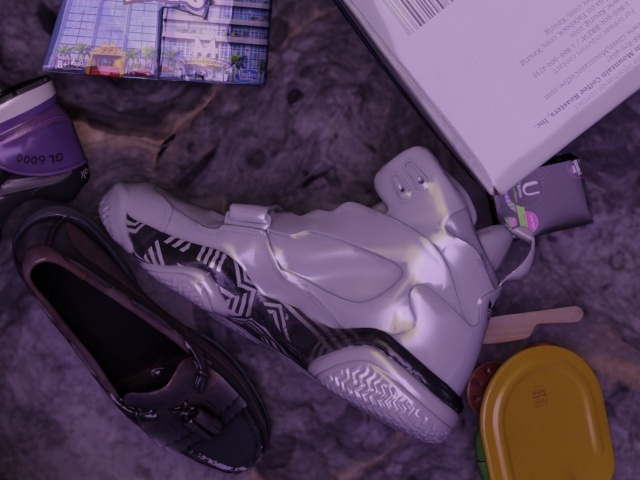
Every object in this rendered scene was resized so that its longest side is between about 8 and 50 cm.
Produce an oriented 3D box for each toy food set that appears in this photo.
[{"bbox_3d":[0.185,0.160,1.634,0.128,0.071,0.218,-14,99,-24],"label":"toy food set"}]

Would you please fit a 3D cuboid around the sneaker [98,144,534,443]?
[{"bbox_3d":[0.000,0.000,1.560,0.366,0.137,0.210,31,85,15],"label":"sneaker"}]

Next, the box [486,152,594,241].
[{"bbox_3d":[0.192,-0.038,1.613,0.083,0.052,0.062,-12,98,-1],"label":"box"}]

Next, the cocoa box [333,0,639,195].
[{"bbox_3d":[0.201,-0.233,1.503,0.347,0.228,0.231,-38,95,3],"label":"cocoa box"}]

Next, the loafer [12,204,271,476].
[{"bbox_3d":[-0.158,0.103,1.577,0.109,0.095,0.302,-38,107,11],"label":"loafer"}]

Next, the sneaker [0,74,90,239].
[{"bbox_3d":[-0.338,-0.030,1.580,0.283,0.107,0.124,-24,102,1],"label":"sneaker"}]

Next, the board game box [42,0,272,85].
[{"bbox_3d":[-0.137,-0.236,1.580,0.194,0.060,0.194,4,97,-2],"label":"board game box"}]
